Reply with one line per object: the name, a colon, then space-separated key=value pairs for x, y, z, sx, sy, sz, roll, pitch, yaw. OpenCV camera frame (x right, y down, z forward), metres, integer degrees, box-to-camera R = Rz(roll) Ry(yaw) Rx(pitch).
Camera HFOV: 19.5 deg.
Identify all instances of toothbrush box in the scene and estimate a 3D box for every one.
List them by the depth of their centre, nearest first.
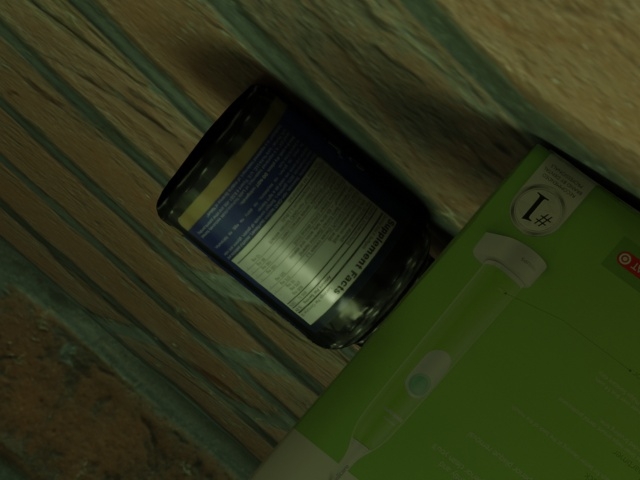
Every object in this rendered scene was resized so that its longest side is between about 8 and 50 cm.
toothbrush box: x=0.119 y=0.122 z=1.082 sx=0.206 sy=0.283 sz=0.122 roll=37 pitch=166 yaw=18

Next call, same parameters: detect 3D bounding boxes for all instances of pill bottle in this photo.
pill bottle: x=0.000 y=0.000 z=1.340 sx=0.219 sy=0.123 sz=0.123 roll=39 pitch=166 yaw=-8
